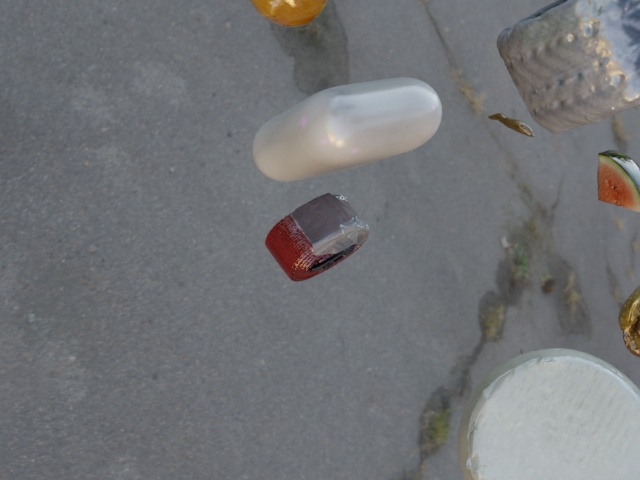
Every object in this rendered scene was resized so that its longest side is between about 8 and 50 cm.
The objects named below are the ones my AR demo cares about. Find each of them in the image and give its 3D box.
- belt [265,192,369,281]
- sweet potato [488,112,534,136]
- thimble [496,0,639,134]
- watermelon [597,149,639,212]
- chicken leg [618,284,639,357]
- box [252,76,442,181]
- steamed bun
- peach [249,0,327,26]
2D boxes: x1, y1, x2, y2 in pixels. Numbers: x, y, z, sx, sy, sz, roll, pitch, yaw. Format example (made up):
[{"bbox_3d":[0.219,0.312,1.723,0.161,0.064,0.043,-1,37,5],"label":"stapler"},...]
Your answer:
[{"bbox_3d":[0.000,0.000,1.432,0.200,0.128,0.124,-30,63,-14],"label":"belt"},{"bbox_3d":[0.404,-0.248,1.475,0.026,0.115,0.026,-31,141,-30],"label":"sweet potato"},{"bbox_3d":[0.353,-0.246,0.886,0.217,0.245,0.157,-32,99,-5],"label":"thimble"},{"bbox_3d":[0.811,-0.161,1.832,0.145,0.137,0.193,-26,80,-27],"label":"watermelon"},{"bbox_3d":[0.440,0.034,0.794,0.087,0.251,0.107,43,0,13],"label":"chicken leg"},{"bbox_3d":[0.043,-0.210,1.347,0.288,0.349,0.141,-14,92,-29],"label":"box"},{"bbox_3d":[0.454,0.397,1.341,0.241,0.374,0.375,47,37,-71],"label":"steamed bun"},{"bbox_3d":[-0.042,-0.356,0.915,0.138,0.138,0.138,19,63,-41],"label":"peach"}]
